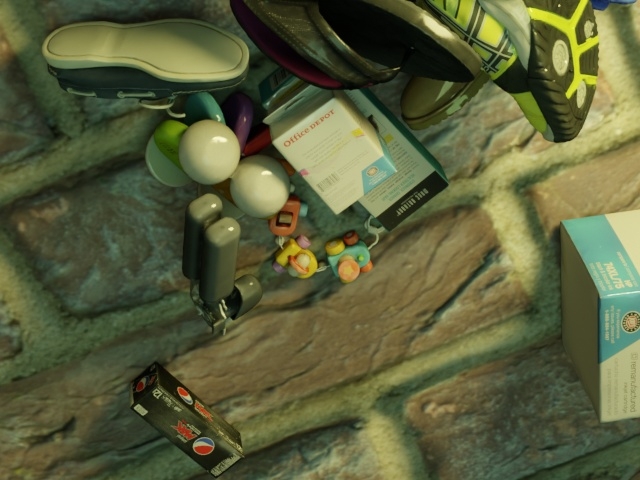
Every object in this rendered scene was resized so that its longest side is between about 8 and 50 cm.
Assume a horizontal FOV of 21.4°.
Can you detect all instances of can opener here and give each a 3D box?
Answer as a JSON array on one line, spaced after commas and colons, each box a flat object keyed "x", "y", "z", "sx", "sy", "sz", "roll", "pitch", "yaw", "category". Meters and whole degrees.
[{"x": -0.117, "y": 0.026, "z": 2.061, "sx": 0.095, "sy": 0.076, "sz": 0.283, "roll": -30, "pitch": 159, "yaw": -20, "category": "can opener"}]

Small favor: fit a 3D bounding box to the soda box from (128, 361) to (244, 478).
[{"x": -0.178, "y": 0.239, "z": 2.239, "sx": 0.053, "sy": 0.060, "sz": 0.169, "roll": -40, "pitch": 116, "yaw": 13, "category": "soda box"}]

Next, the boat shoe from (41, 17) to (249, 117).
[{"x": -0.196, "y": -0.196, "z": 1.940, "sx": 0.255, "sy": 0.095, "sz": 0.079, "roll": 1, "pitch": 140, "yaw": 16, "category": "boat shoe"}]

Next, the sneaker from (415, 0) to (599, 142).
[{"x": 0.196, "y": -0.265, "z": 1.894, "sx": 0.147, "sy": 0.145, "sz": 0.384, "roll": -2, "pitch": 135, "yaw": 37, "category": "sneaker"}]

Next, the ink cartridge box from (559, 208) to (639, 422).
[{"x": 0.462, "y": 0.083, "z": 2.162, "sx": 0.270, "sy": 0.197, "sz": 0.198, "roll": -9, "pitch": 121, "yaw": -4, "category": "ink cartridge box"}]

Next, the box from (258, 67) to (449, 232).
[{"x": 0.042, "y": -0.128, "z": 2.062, "sx": 0.100, "sy": 0.060, "sz": 0.244, "roll": -38, "pitch": 117, "yaw": 14, "category": "box"}]

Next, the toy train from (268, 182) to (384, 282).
[{"x": 0.000, "y": 0.000, "z": 2.137, "sx": 0.166, "sy": 0.046, "sz": 0.125, "roll": 11, "pitch": 118, "yaw": -14, "category": "toy train"}]

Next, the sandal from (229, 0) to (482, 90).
[{"x": -0.040, "y": -0.246, "z": 1.884, "sx": 0.446, "sy": 0.167, "sz": 0.107, "roll": 22, "pitch": 80, "yaw": 1, "category": "sandal"}]

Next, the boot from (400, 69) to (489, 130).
[{"x": 0.111, "y": -0.293, "z": 1.971, "sx": 0.236, "sy": 0.089, "sz": 0.269, "roll": -43, "pitch": 115, "yaw": 9, "category": "boot"}]

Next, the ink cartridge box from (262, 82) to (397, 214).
[{"x": 0.007, "y": -0.122, "z": 1.972, "sx": 0.092, "sy": 0.090, "sz": 0.143, "roll": -35, "pitch": 117, "yaw": 12, "category": "ink cartridge box"}]

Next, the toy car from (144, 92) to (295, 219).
[{"x": -0.109, "y": -0.109, "z": 2.019, "sx": 0.182, "sy": 0.159, "sz": 0.136, "roll": 33, "pitch": 75, "yaw": -23, "category": "toy car"}]

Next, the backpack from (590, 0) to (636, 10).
[{"x": 0.324, "y": -0.323, "z": 1.975, "sx": 0.120, "sy": 0.098, "sz": 0.101, "roll": 1, "pitch": 148, "yaw": -9, "category": "backpack"}]
